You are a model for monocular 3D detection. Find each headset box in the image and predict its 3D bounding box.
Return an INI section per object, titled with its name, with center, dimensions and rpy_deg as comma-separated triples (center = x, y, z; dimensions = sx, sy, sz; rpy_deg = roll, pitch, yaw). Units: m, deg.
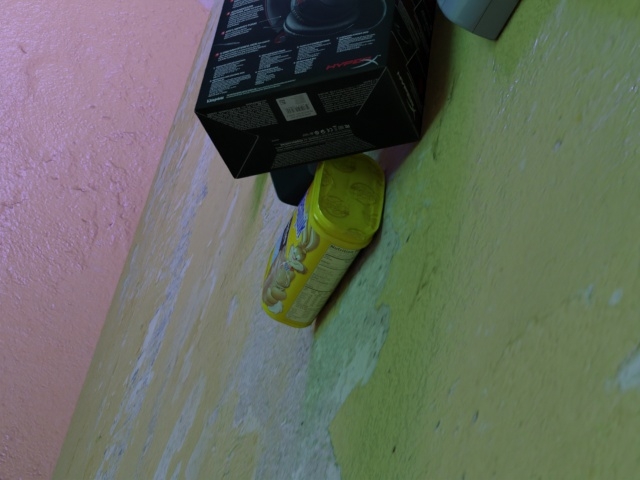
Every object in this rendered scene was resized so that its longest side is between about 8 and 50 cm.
[headset box]
center = 0.004, -0.222, 1.648
dimensions = 0.218, 0.110, 0.293
rpy_deg = -11, 43, 20

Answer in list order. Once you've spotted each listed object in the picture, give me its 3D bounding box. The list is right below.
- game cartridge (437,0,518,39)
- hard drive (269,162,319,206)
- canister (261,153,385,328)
[game cartridge]
center = 0.177, -0.330, 1.505
dimensions = 0.198, 0.062, 0.297
rpy_deg = -55, 18, 30
[hard drive]
center = -0.034, -0.177, 1.859
dimensions = 0.172, 0.054, 0.254
rpy_deg = 144, 116, -67
[canister]
center = 0.000, 0.000, 1.634
dimensions = 0.126, 0.073, 0.170
rpy_deg = -81, 17, -46
